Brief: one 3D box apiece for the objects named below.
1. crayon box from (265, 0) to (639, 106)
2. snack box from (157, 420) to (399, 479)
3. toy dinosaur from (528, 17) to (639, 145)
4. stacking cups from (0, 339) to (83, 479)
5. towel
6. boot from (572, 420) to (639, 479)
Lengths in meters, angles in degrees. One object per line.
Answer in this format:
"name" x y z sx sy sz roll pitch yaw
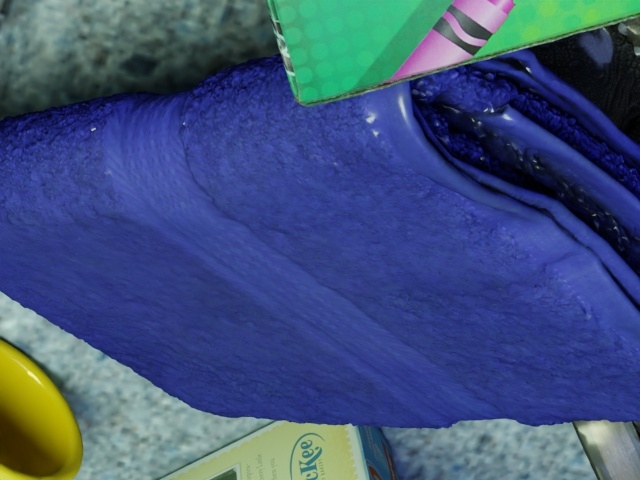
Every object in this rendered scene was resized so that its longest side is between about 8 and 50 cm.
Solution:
"crayon box" 0.049 -0.154 0.551 0.165 0.278 0.081 -15 119 2
"snack box" -0.036 0.216 0.736 0.187 0.322 0.060 -27 122 9
"toy dinosaur" 0.102 -0.071 0.718 0.314 0.121 0.160 -6 124 34
"stacking cups" -0.249 0.181 0.824 0.096 0.096 0.316 35 112 -24
"towel" 0.000 0.000 0.652 0.308 0.076 0.228 -6 145 45
"boot" 0.267 0.110 0.850 0.229 0.091 0.263 -26 119 9
